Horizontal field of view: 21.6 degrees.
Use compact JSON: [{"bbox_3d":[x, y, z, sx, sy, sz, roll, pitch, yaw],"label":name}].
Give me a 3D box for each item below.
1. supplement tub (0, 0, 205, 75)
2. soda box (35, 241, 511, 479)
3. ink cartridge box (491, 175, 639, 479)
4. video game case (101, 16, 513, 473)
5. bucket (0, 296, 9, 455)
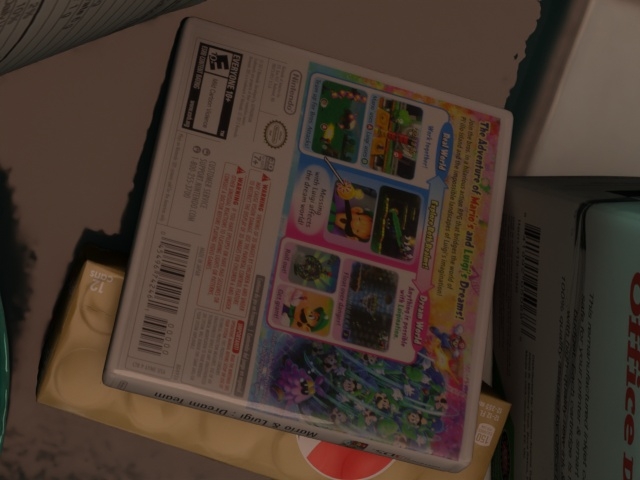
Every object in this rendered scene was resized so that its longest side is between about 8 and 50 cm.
[{"bbox_3d":[-0.127,-0.152,0.432,0.325,0.235,0.235,-29,103,-42],"label":"supplement tub"},{"bbox_3d":[-0.021,0.060,0.680,0.181,0.058,0.061,20,94,-11],"label":"soda box"},{"bbox_3d":[0.129,0.058,0.624,0.086,0.208,0.153,0,97,-8],"label":"ink cartridge box"},{"bbox_3d":[0.000,0.000,0.656,0.143,0.019,0.157,16,64,-12],"label":"video game case"},{"bbox_3d":[-0.240,0.057,0.585,0.281,0.183,0.281,-1,98,-8],"label":"bucket"}]
